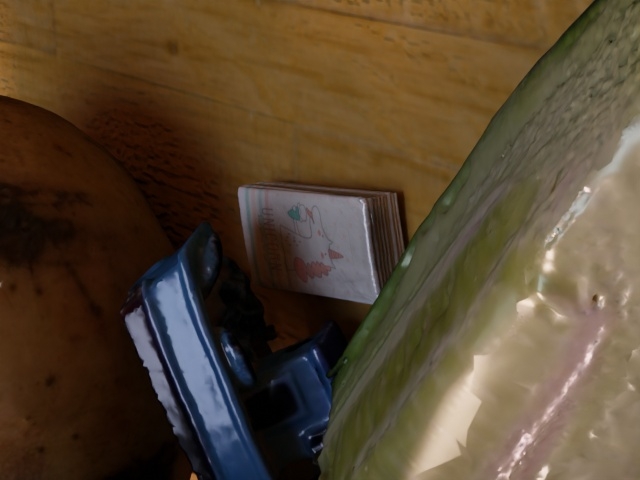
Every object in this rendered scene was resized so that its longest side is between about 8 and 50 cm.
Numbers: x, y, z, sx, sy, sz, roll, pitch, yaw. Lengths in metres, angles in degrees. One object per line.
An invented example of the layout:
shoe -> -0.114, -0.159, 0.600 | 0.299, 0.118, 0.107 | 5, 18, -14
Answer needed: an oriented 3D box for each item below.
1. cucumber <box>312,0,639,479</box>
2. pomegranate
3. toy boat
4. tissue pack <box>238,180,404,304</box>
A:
cucumber -> 0.094, 0.027, 0.595 | 0.145, 0.105, 0.325 | -82, 15, -48
pomegranate -> -0.210, 0.073, 0.879 | 0.322, 0.322, 0.322 | 22, 119, 49
toy boat -> -0.015, 0.094, 0.777 | 0.097, 0.100, 0.223 | -23, 99, 13
tissue pack -> 0.000, 0.000, 0.775 | 0.108, 0.023, 0.056 | 9, 111, 53
